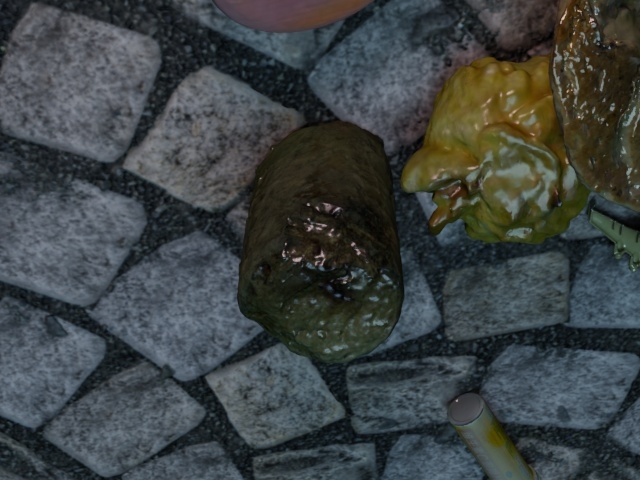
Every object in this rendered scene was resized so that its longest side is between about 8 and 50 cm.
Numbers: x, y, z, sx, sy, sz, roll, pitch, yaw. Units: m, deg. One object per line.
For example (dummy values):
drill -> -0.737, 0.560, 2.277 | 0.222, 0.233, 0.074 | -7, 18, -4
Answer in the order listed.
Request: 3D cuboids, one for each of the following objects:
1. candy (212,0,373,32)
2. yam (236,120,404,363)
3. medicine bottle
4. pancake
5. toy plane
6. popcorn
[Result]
candy -> -0.022, -0.324, 1.329 | 0.255, 0.094, 0.255 | -16, 150, -9
yam -> 0.000, 0.000, 1.516 | 0.195, 0.300, 0.195 | 0, 122, 1
medicine bottle -> 0.266, 0.321, 1.955 | 0.074, 0.074, 0.218 | -27, 126, 12
pancake -> 0.396, -0.216, 1.457 | 0.386, 0.082, 0.387 | -9, 107, -32
toy plane -> 0.480, 0.008, 1.732 | 0.241, 0.104, 0.256 | 4, 122, 6
popcorn -> 0.228, -0.100, 1.534 | 0.266, 0.192, 0.233 | -29, 123, -8
